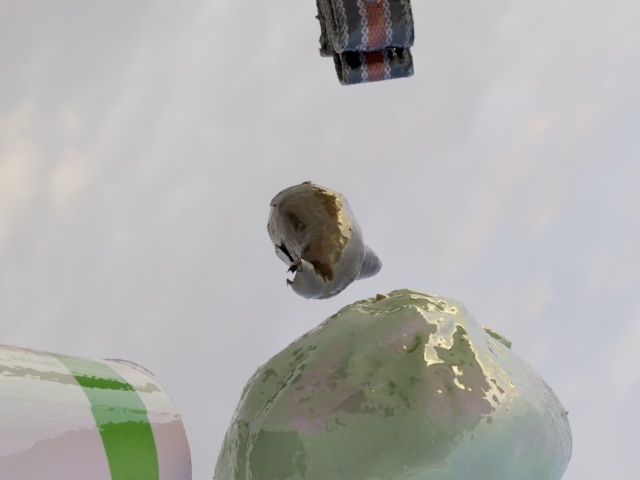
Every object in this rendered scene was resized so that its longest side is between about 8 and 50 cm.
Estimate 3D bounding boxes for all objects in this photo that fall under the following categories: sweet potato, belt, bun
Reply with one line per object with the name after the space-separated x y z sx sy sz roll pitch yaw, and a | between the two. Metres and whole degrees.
-0.002 -0.003 1.937 0.098 0.124 0.310 -34 177 5 | sweet potato
0.024 -0.342 2.045 0.126 0.094 0.359 115 -36 -69 | belt
0.056 0.131 1.531 0.293 0.293 0.187 -24 -109 50 | bun

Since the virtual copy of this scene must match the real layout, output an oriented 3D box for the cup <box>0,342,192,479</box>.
-0.250 0.183 1.436 0.253 0.274 0.253 -4 -96 38 | cup
